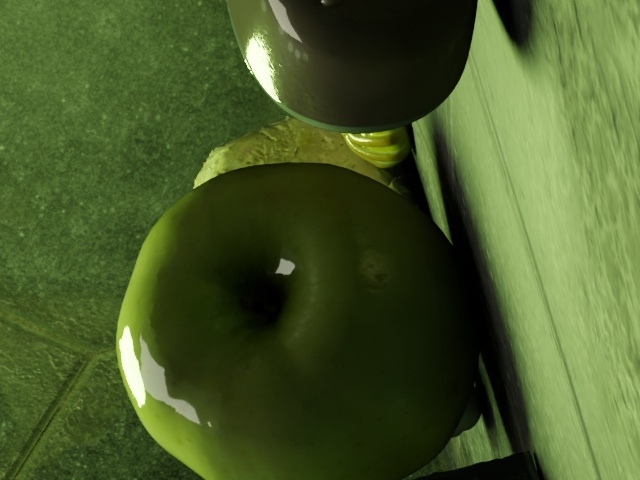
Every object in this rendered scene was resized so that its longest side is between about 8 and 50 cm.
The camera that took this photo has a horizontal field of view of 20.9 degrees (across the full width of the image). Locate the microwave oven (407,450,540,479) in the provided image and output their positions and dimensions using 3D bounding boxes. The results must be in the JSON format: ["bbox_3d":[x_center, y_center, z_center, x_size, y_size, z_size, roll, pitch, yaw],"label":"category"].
[{"bbox_3d":[0.067,0.327,1.475,0.181,0.295,0.237,-103,-1,-53],"label":"microwave oven"}]

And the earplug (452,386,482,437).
[{"bbox_3d":[0.020,0.165,1.960,0.214,0.326,0.175,58,-131,-81],"label":"earplug"}]

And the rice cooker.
[{"bbox_3d":[0.016,-0.163,0.958,0.127,0.145,0.206,114,148,-71],"label":"rice cooker"}]

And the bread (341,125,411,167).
[{"bbox_3d":[0.066,-0.129,1.985,0.094,0.083,0.157,63,-179,-10],"label":"bread"}]

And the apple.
[{"bbox_3d":[-0.013,0.096,1.697,0.357,0.357,0.357,-15,-90,-90],"label":"apple"}]

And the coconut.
[{"bbox_3d":[0.000,0.000,2.163,0.309,0.298,0.297,79,177,-59],"label":"coconut"}]
